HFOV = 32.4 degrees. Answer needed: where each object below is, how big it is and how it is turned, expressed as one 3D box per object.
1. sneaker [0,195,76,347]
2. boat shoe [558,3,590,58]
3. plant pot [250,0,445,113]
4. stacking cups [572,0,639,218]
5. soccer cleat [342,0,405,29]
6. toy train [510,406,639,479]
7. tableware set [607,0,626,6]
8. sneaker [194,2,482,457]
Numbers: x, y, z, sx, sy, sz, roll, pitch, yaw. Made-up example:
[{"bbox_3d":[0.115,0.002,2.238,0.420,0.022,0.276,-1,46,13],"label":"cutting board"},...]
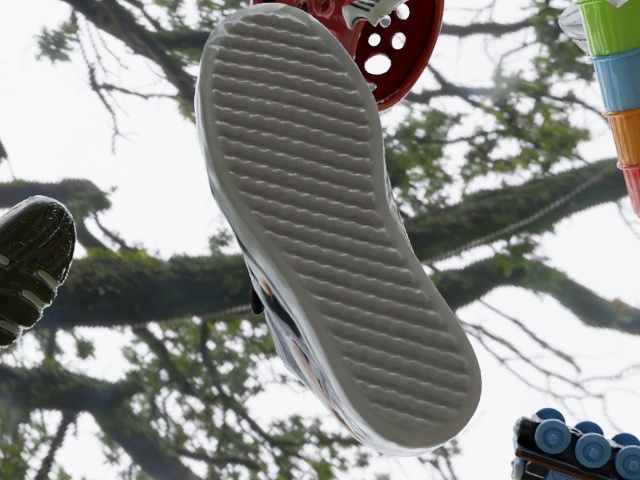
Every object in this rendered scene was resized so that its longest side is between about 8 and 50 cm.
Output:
[{"bbox_3d":[-0.349,0.059,0.963,0.281,0.163,0.106,-55,-35,-14],"label":"sneaker"},{"bbox_3d":[0.390,-0.244,1.335,0.096,0.267,0.088,-45,-66,-10],"label":"boat shoe"},{"bbox_3d":[0.026,-0.266,1.294,0.191,0.174,0.191,-39,-33,-32],"label":"plant pot"},{"bbox_3d":[0.338,-0.180,1.205,0.096,0.096,0.316,-23,-73,-23],"label":"stacking cups"},{"bbox_3d":[0.063,-0.242,1.147,0.029,0.083,0.035,5,-103,-71],"label":"soccer cleat"},{"bbox_3d":[0.313,0.272,1.324,0.184,0.080,0.105,18,-82,3],"label":"toy train"},{"bbox_3d":[0.107,-0.177,0.379,0.039,0.194,0.128,-35,-100,-12],"label":"tableware set"},{"bbox_3d":[0.000,0.000,0.754,0.126,0.127,0.321,-18,-106,-10],"label":"sneaker"}]
